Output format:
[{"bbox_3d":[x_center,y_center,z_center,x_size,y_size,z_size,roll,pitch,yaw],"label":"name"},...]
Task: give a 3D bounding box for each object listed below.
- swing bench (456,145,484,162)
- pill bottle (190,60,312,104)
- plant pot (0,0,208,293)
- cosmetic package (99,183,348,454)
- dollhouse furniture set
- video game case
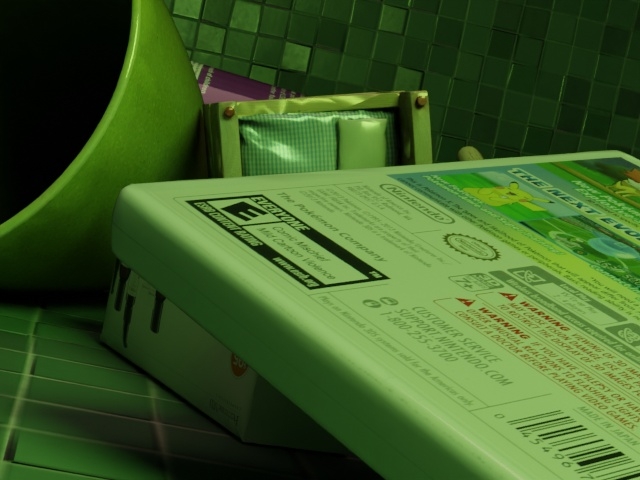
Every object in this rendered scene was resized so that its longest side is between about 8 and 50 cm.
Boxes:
[{"bbox_3d":[0.234,0.049,1.067,0.253,0.165,0.254,12,8,-18],"label":"swing bench"},{"bbox_3d":[-0.042,-0.043,1.332,0.323,0.181,0.181,16,3,-3],"label":"pill bottle"},{"bbox_3d":[-0.189,-0.071,1.035,0.275,0.275,0.293,13,-13,22],"label":"plant pot"},{"bbox_3d":[-0.050,0.032,0.787,0.060,0.099,0.239,8,4,-25],"label":"cosmetic package"},{"bbox_3d":[0.000,0.000,0.961,0.129,0.184,0.129,-4,5,-8],"label":"dollhouse furniture set"},{"bbox_3d":[0.129,0.045,0.575,0.300,0.036,0.329,-6,27,-38],"label":"video game case"}]
